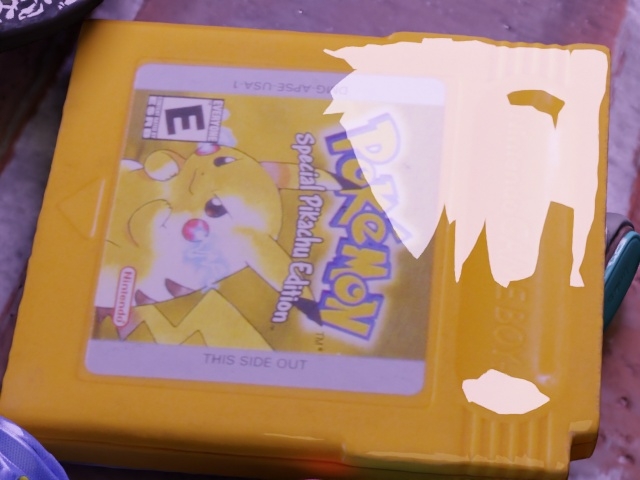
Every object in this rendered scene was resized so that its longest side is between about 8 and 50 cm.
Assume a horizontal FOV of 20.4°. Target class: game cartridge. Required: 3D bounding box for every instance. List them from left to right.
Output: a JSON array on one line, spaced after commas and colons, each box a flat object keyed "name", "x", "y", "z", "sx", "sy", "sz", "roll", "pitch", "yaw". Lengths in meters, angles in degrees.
[{"name": "game cartridge", "x": 0.000, "y": 0.000, "z": 1.013, "sx": 0.323, "sy": 0.053, "sz": 0.285, "roll": 2, "pitch": 59, "yaw": 7}]

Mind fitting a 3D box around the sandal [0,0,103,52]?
[{"name": "sandal", "x": -0.165, "y": -0.246, "z": 1.129, "sx": 0.167, "sy": 0.107, "sz": 0.446, "roll": 25, "pitch": 51, "yaw": 0}]

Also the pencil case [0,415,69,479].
[{"name": "pencil case", "x": -0.247, "y": 0.212, "z": 0.858, "sx": 0.306, "sy": 0.133, "sz": 0.119, "roll": -47, "pitch": 120, "yaw": -36}]

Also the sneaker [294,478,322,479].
[{"name": "sneaker", "x": -0.051, "y": 0.241, "z": 0.916, "sx": 0.295, "sy": 0.124, "sz": 0.178, "roll": -54, "pitch": 43, "yaw": 3}]

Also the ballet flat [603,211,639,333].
[{"name": "ballet flat", "x": 0.130, "y": 0.070, "z": 1.069, "sx": 0.068, "sy": 0.072, "sz": 0.213, "roll": 14, "pitch": 60, "yaw": 25}]
